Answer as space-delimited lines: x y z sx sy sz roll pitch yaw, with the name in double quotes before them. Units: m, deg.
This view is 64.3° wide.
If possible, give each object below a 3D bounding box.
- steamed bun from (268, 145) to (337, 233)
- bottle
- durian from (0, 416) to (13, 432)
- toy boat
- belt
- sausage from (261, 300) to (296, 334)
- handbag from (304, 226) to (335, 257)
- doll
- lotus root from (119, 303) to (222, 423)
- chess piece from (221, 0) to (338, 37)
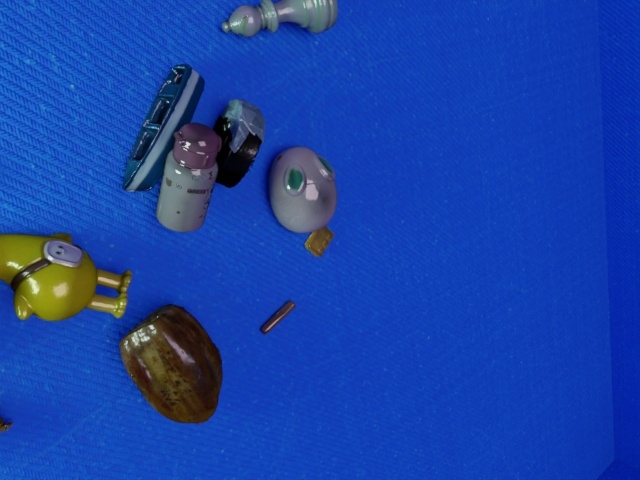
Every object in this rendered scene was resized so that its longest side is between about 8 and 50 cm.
"steamed bun" -0.037 -0.127 1.298 0.177 0.131 0.227 -23 112 -30
"bottle" -0.276 -0.136 1.074 0.110 0.110 0.233 -4 133 -35
"durian" -0.705 0.350 0.918 0.252 0.144 0.139 -18 130 -37
"toy boat" -0.338 -0.233 1.091 0.062 0.096 0.299 29 84 -45
"belt" -0.198 -0.221 1.152 0.078 0.151 0.198 21 92 -35
"sausage" -0.113 0.207 1.361 0.116 0.026 0.026 -43 119 -22
"handbag" 0.000 0.000 1.407 0.061 0.027 0.083 45 70 -31
"doll" -0.554 0.059 0.971 0.363 0.145 0.199 19 47 -27
"lotus root" -0.318 0.282 1.148 0.193 0.193 0.290 -35 113 -26
"chess piece" -0.105 -0.535 1.203 0.272 0.139 0.139 -24 111 -18
